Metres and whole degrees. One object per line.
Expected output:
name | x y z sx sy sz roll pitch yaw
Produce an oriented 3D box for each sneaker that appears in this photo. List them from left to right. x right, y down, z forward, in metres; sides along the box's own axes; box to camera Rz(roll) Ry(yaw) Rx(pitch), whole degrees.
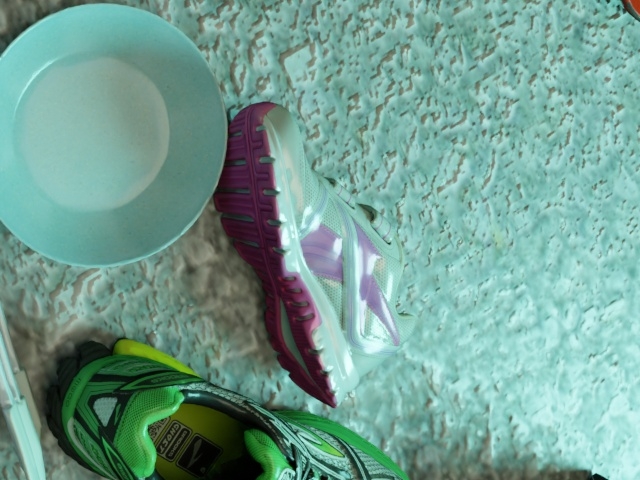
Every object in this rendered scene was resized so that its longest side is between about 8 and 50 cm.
sneaker | -0.045 0.194 1.186 0.343 0.146 0.134 26 88 -30
sneaker | 0.000 0.000 1.204 0.111 0.103 0.252 -29 118 -23

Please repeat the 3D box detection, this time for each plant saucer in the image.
plant saucer | -0.164 -0.078 1.133 0.195 0.037 0.195 -6 103 -25

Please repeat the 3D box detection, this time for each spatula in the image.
spatula | -0.228 0.066 1.065 0.019 0.168 0.242 -17 99 -5

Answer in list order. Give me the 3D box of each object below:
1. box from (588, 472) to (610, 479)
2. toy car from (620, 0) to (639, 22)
box | 0.309 0.337 1.333 0.142 0.247 0.163 -49 116 -8
toy car | 0.353 -0.302 1.340 0.225 0.053 0.239 0 101 -27
